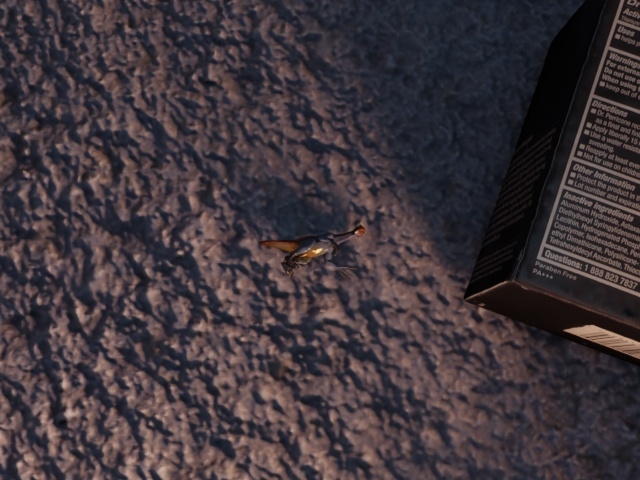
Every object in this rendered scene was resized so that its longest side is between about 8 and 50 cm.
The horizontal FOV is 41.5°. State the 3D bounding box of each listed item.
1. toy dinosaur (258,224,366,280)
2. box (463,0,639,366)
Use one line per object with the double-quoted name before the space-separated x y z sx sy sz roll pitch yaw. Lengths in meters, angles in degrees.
"toy dinosaur" 0.000 0.000 0.819 0.082 0.047 0.090 -38 72 -27
"box" 0.329 -0.036 0.765 0.297 0.183 0.293 21 80 0
